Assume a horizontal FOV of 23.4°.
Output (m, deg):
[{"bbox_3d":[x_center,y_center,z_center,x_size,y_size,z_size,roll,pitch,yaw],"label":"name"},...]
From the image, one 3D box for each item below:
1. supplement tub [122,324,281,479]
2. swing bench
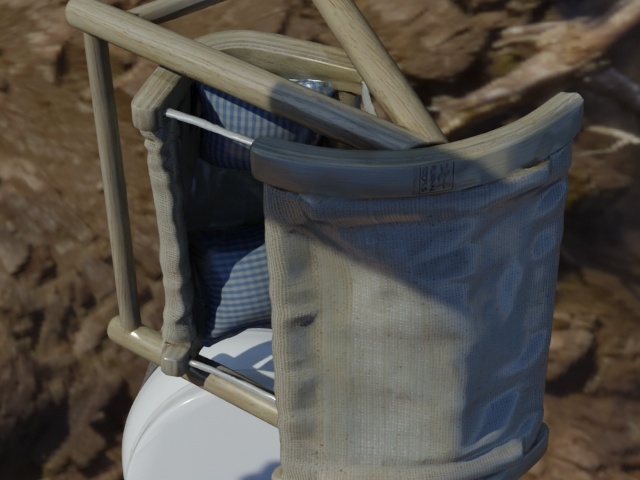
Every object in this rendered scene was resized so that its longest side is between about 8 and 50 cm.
[{"bbox_3d":[-0.044,0.137,1.156,0.191,0.272,0.191,0,106,2],"label":"supplement tub"},{"bbox_3d":[0.000,0.000,0.860,0.165,0.255,0.253,-26,135,-26],"label":"swing bench"}]
